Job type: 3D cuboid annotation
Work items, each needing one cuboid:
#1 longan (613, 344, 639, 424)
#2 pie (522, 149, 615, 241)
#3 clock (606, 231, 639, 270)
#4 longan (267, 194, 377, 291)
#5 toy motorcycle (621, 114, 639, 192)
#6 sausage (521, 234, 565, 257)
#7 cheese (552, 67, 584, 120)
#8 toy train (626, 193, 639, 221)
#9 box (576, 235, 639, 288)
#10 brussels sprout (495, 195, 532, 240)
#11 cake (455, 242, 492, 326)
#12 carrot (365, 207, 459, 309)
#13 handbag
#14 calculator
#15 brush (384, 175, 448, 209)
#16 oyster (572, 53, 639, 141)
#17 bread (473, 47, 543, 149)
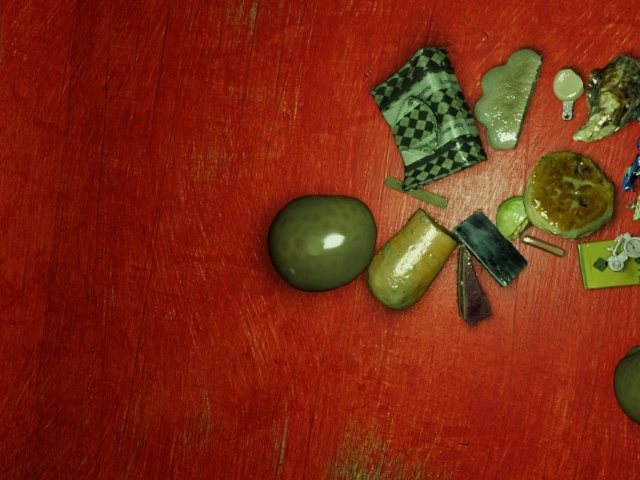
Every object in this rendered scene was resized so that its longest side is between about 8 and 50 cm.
[{"bbox_3d":[1.064,0.422,1.599,0.350,0.288,0.289,-29,83,24],"label":"longan"},{"bbox_3d":[0.795,-0.151,1.706,0.315,0.092,0.315,2,72,-6],"label":"pie"},{"bbox_3d":[0.962,0.037,1.697,0.087,0.041,0.129,46,99,9],"label":"clock"},{"bbox_3d":[0.000,0.000,1.906,0.404,0.336,0.405,-19,47,21],"label":"longan"},{"bbox_3d":[1.035,-0.297,1.651,0.168,0.113,0.316,25,102,44],"label":"toy motorcycle"},{"bbox_3d":[0.757,0.019,1.812,0.147,0.035,0.030,23,131,15],"label":"sausage"},{"bbox_3d":[0.821,-0.484,1.753,0.092,0.047,0.171,-19,85,39],"label":"cheese"},{"bbox_3d":[1.073,-0.085,1.646,0.227,0.136,0.091,15,97,20],"label":"toy train"},{"bbox_3d":[0.992,0.067,1.729,0.278,0.041,0.153,-8,89,19],"label":"box"},{"bbox_3d":[0.649,-0.085,1.791,0.151,0.149,0.122,-43,61,0],"label":"brussels sprout"},{"bbox_3d":[0.517,0.148,1.816,0.112,0.116,0.295,-14,116,3],"label":"cake"},{"bbox_3d":[0.315,0.073,1.868,0.224,0.224,0.341,42,101,13],"label":"carrot"},{"bbox_3d":[0.347,-0.392,1.816,0.316,0.180,0.416,-27,81,49],"label":"handbag"},{"bbox_3d":[0.583,0.024,1.827,0.161,0.021,0.262,-33,78,-28],"label":"calculator"},{"bbox_3d":[0.348,-0.175,1.947,0.247,0.036,0.043,24,96,23],"label":"brush"},{"bbox_3d":[0.928,-0.457,1.682,0.275,0.100,0.271,-13,65,39],"label":"oyster"},{"bbox_3d":[0.622,-0.479,1.802,0.183,0.102,0.338,17,97,17],"label":"bread"}]
